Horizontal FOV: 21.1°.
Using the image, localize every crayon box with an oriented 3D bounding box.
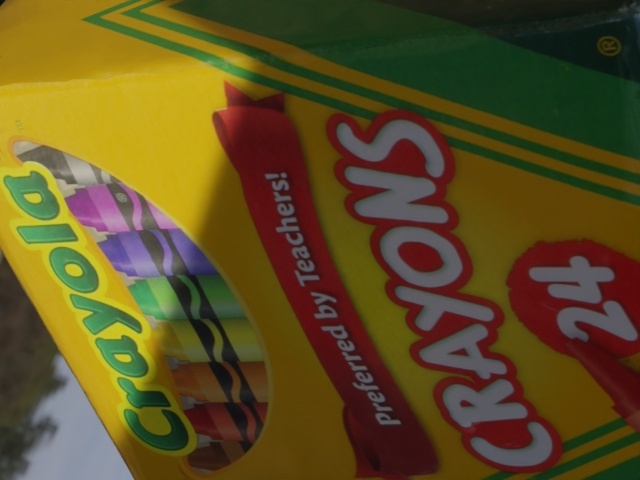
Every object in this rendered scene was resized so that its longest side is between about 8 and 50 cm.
[{"bbox_3d":[0.000,0.000,0.605,0.319,0.202,0.081,-3,-142,32],"label":"crayon box"}]
